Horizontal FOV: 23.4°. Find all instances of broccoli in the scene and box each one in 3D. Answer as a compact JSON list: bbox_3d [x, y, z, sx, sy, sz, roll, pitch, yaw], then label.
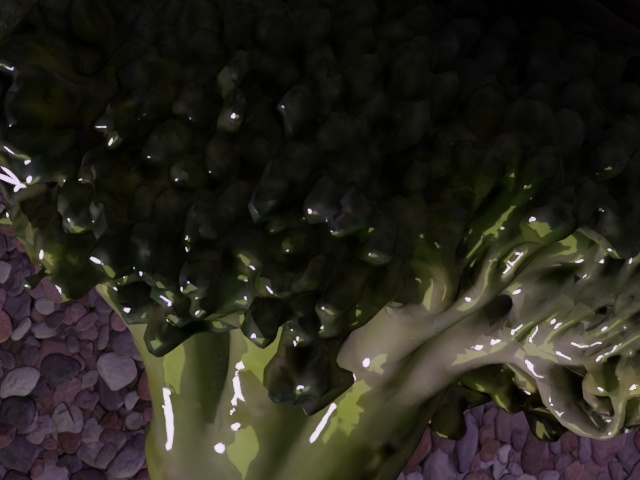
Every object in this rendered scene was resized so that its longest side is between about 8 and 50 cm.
[{"bbox_3d":[0.007,-0.022,0.645,0.334,0.272,0.324,13,-137,-14],"label":"broccoli"}]
